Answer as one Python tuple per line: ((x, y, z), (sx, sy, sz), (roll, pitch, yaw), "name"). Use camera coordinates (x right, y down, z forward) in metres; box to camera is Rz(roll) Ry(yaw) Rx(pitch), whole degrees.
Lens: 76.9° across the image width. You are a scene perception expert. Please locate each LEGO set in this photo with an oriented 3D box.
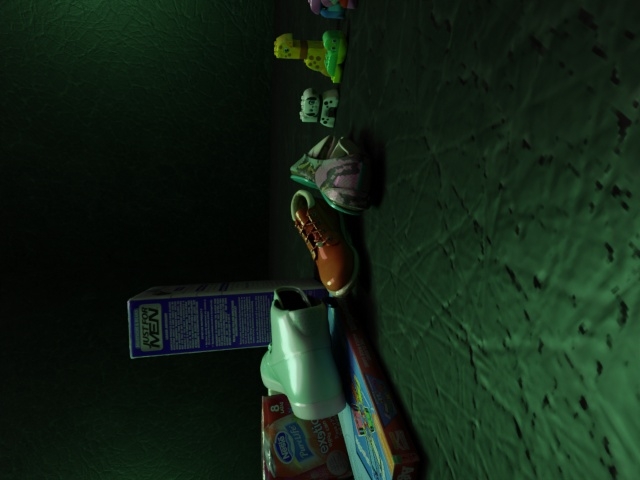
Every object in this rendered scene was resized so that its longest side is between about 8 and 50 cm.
((-0.015, -0.277, 0.562), (0.227, 0.093, 0.087), (101, 164, -53), "LEGO set")

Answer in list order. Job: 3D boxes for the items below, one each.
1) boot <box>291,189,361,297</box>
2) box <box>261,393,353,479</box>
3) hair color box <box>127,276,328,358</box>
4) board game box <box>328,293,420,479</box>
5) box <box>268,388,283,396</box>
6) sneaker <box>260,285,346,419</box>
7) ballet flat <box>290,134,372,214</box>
((0.000, 0.000, 0.513), (0.059, 0.084, 0.158), (-38, 40, 22), "boot")
((-0.034, 0.347, 0.671), (0.257, 0.128, 0.123), (101, 164, -53), "box")
((-0.166, 0.138, 0.776), (0.185, 0.338, 0.110), (-178, 87, -80), "hair color box")
((0.045, 0.188, 0.481), (0.281, 0.027, 0.145), (-112, 21, -64), "board game box")
((-0.053, 0.417, 0.844), (0.094, 0.113, 0.275), (122, 146, -75), "box")
((-0.035, 0.138, 0.574), (0.256, 0.094, 0.151), (162, 101, -70), "sneaker")
((0.016, -0.092, 0.510), (0.221, 0.076, 0.079), (-133, 61, -68), "ballet flat")
